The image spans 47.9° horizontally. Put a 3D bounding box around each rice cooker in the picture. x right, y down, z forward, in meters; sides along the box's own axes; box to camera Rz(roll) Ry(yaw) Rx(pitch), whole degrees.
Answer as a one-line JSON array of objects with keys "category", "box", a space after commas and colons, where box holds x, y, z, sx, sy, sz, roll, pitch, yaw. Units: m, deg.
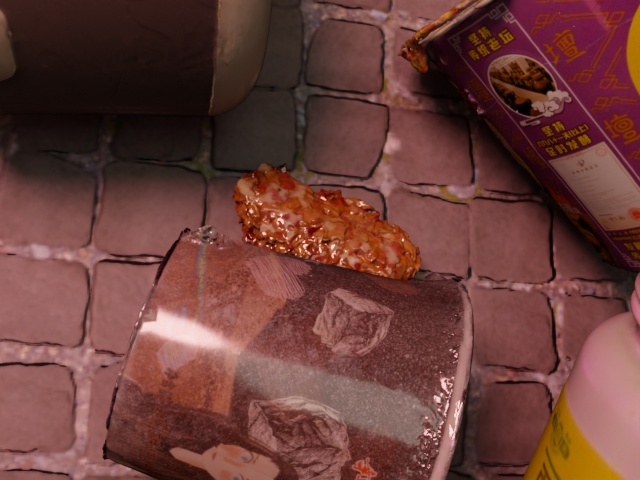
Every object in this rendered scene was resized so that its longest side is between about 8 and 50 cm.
[{"category": "rice cooker", "box": [-0.176, -0.227, 0.506, 0.277, 0.288, 0.288, 0, 79, -12]}]

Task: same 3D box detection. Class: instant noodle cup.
[{"category": "instant noodle cup", "box": [0.270, -0.147, 0.588, 0.340, 0.340, 0.266, -38, 100, -17]}, {"category": "instant noodle cup", "box": [-0.025, 0.101, 0.515, 0.208, 0.217, 0.217, 17, 76, -2]}]

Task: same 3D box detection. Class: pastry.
[{"category": "pastry", "box": [-0.001, 0.002, 0.610, 0.170, 0.063, 0.087, 26, 44, -4]}]

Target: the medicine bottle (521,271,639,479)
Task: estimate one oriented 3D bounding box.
[{"category": "medicine bottle", "box": [0.249, 0.171, 0.472, 0.214, 0.213, 0.378, 10, 113, -11]}]
